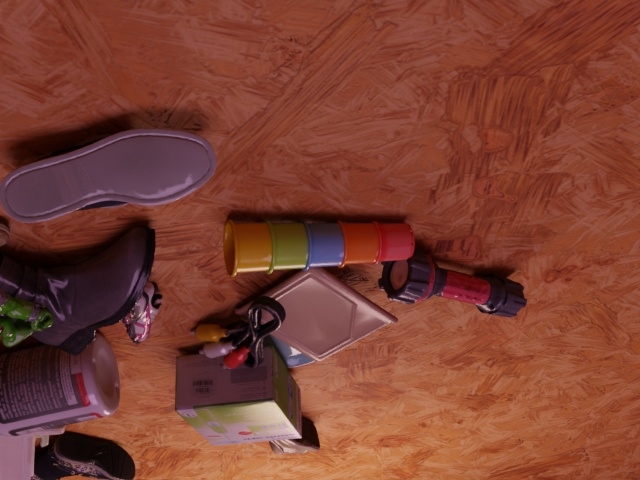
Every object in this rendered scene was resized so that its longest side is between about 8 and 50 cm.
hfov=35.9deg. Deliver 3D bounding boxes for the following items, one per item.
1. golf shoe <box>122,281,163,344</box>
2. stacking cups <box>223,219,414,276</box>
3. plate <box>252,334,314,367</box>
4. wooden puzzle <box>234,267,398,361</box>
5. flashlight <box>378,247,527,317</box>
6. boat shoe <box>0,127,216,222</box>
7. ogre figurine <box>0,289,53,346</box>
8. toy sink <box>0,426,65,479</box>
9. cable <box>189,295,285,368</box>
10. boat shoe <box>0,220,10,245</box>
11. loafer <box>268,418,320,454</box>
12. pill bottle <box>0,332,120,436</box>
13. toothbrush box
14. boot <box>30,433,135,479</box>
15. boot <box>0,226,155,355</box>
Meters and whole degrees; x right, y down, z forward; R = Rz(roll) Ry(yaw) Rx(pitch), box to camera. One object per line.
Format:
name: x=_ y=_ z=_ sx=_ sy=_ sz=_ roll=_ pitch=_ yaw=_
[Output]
golf shoe: x=-0.318 y=0.132 z=1.781 sx=0.086 sy=0.067 sz=0.186 roll=-24 pitch=159 yaw=-14
stacking cups: x=0.000 y=0.000 z=1.651 sx=0.316 sy=0.096 sz=0.096 roll=-5 pitch=149 yaw=-17
plate: x=-0.067 y=0.214 z=2.031 sx=0.188 sy=0.024 sz=0.188 roll=-6 pitch=149 yaw=-4
wooden puzzle: x=-0.008 y=0.135 z=1.869 sx=0.238 sy=0.044 sz=0.221 roll=-29 pitch=130 yaw=37
flashlight: x=0.254 y=0.086 z=1.834 sx=0.304 sy=0.103 sz=0.103 roll=14 pitch=139 yaw=-32
boat shoe: x=-0.295 y=-0.100 z=1.391 sx=0.302 sy=0.091 sz=0.114 roll=-7 pitch=105 yaw=-1
ogre figurine: x=-0.533 y=0.124 z=1.556 sx=0.197 sy=0.097 sz=0.118 roll=3 pitch=149 yaw=21
toy sink: x=-0.649 y=0.410 z=2.022 sx=0.234 sy=0.153 sz=0.131 roll=1 pitch=108 yaw=-21
cable: x=-0.137 y=0.187 z=1.841 sx=0.139 sy=0.072 sz=0.287 roll=46 pitch=149 yaw=-12
boat shoe: x=-0.571 y=0.013 z=1.512 sx=0.190 sy=0.072 sz=0.068 roll=-7 pitch=149 yaw=-4
loafer: x=-0.089 y=0.464 z=2.362 sx=0.092 sy=0.102 sz=0.268 roll=-25 pitch=147 yaw=14
pill bottle: x=-0.539 y=0.280 z=1.876 sx=0.283 sy=0.161 sz=0.161 roll=-12 pitch=149 yaw=5
toothbrush box: x=-0.166 y=0.331 z=2.071 sx=0.206 sy=0.122 sz=0.283 roll=-6 pitch=154 yaw=7
boot: x=-0.581 y=0.539 z=2.369 sx=0.178 sy=0.085 sz=0.236 roll=-27 pitch=138 yaw=31
boot: x=-0.432 y=0.067 z=1.612 sx=0.222 sy=0.118 sz=0.338 roll=25 pitch=128 yaw=-29
